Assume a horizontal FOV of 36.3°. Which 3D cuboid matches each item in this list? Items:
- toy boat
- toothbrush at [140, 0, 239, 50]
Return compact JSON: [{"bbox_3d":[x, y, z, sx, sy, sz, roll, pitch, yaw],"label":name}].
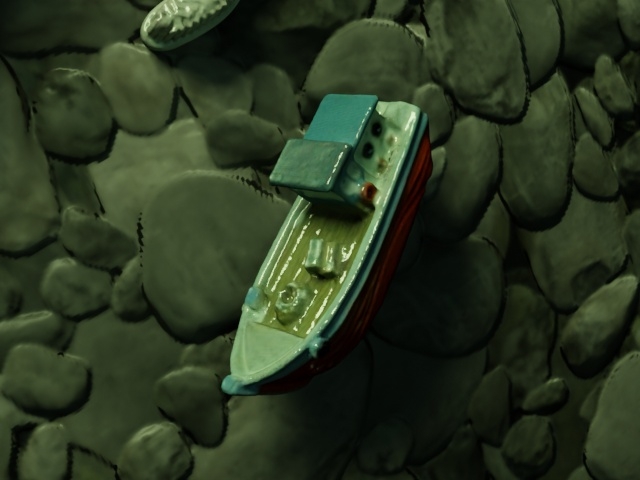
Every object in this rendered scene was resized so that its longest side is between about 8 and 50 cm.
[{"bbox_3d":[0.000,0.000,0.481,0.059,0.069,0.173,32,78,-39],"label":"toy boat"},{"bbox_3d":[0.033,-0.183,0.512,0.307,0.029,0.025,-38,100,-20],"label":"toothbrush"}]
